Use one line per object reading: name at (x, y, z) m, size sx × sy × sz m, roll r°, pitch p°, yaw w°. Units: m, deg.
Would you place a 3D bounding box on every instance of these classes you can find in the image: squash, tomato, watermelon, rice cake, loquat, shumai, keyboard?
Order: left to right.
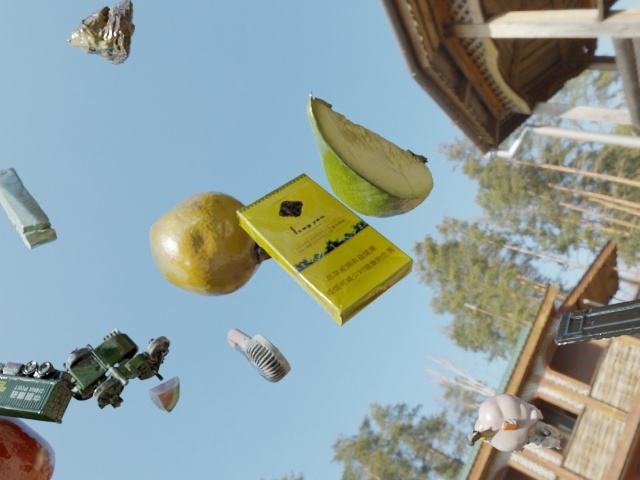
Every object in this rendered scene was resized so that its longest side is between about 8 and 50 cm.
tomato at (-0.828, 0.571, 1.230) m, size 0.325 × 0.293 × 0.290 m, roll -47°, pitch 9°, yaw 41°
rice cake at (-0.691, -0.079, 1.175) m, size 0.066 × 0.336 × 0.063 m, roll -23°, pitch -48°, yaw -32°
shumai at (-0.403, -0.404, 0.971) m, size 0.105 × 0.139 × 0.123 m, roll -1°, pitch -70°, yaw -59°
watermelon at (-0.375, 0.372, 1.247) m, size 0.072 × 0.084 × 0.092 m, roll 36°, pitch -127°, yaw -33°
loquat at (-0.196, 0.012, 0.979) m, size 0.213 × 0.245 × 0.214 m, roll 6°, pitch -90°, yaw -70°
squash at (0.080, -0.109, 0.703) m, size 0.252 × 0.169 × 0.093 m, roll 64°, pitch -157°, yaw -71°
keyboard at (0.350, 0.074, 0.526) m, size 0.061 × 0.204 × 0.013 m, roll -40°, pitch -76°, yaw -50°

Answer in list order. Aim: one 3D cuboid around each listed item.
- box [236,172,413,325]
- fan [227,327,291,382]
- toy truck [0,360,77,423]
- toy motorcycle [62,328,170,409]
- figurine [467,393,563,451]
box at (0.001, 0.000, 0.840) m, size 0.153 × 0.279 × 0.041 m, roll -34°, pitch -35°, yaw -22°
fan at (-0.173, 0.293, 1.361) m, size 0.074 × 0.244 × 0.130 m, roll -43°, pitch -55°, yaw -23°
toy truck at (-0.716, 0.347, 1.203) m, size 0.088 × 0.258 × 0.121 m, roll 75°, pitch -158°, yaw -52°
toy motorcycle at (-0.569, 0.343, 1.428) m, size 0.275 × 0.205 × 0.127 m, roll -40°, pitch -25°, yaw -30°
figurine at (0.387, 0.367, 1.015) m, size 0.228 × 0.137 × 0.112 m, roll 23°, pitch -129°, yaw -27°
